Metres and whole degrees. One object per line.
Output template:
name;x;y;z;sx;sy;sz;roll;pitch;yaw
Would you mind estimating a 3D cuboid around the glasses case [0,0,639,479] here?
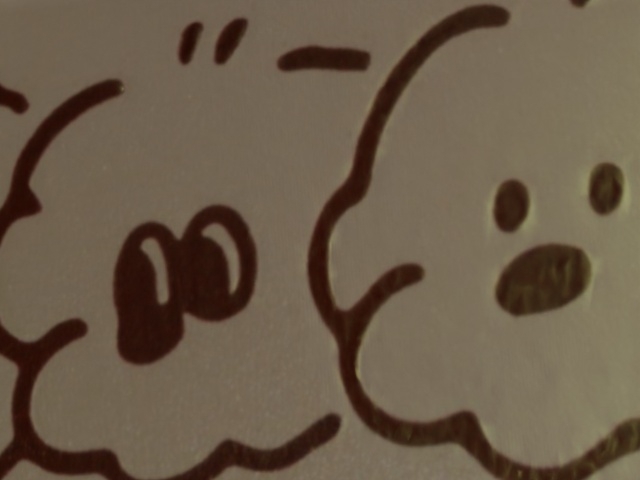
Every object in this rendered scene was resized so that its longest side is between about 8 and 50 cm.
glasses case;0.000;0.000;0.391;0.336;0.076;0.144;-9;76;21
